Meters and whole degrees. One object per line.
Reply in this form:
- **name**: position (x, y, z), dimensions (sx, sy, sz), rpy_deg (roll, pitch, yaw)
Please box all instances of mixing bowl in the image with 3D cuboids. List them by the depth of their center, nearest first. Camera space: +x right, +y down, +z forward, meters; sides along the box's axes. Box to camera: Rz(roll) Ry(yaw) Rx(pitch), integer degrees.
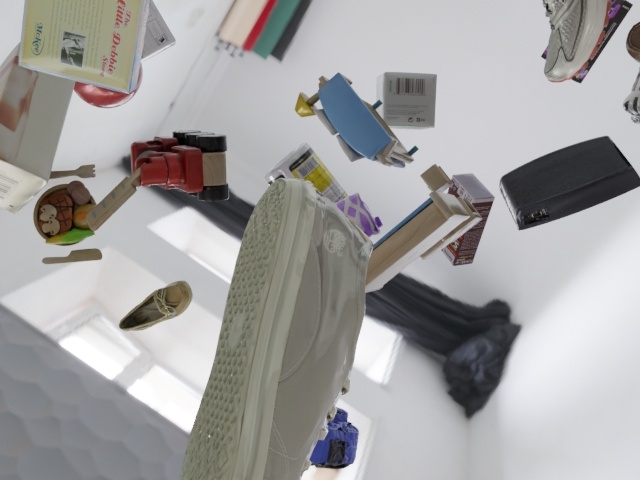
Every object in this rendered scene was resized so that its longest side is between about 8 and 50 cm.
- **mixing bowl**: position (-0.494, -0.401, 1.740), dimensions (0.181, 0.181, 0.098), rpy_deg (-56, 34, -10)

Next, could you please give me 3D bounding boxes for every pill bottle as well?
- **pill bottle**: position (-0.011, -0.090, 1.540), dimensions (0.119, 0.208, 0.119), rpy_deg (-37, 11, 8)

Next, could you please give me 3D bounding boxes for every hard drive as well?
- **hard drive**: position (0.504, -0.124, 1.514), dimensions (0.255, 0.054, 0.172), rpy_deg (-21, 36, 12)

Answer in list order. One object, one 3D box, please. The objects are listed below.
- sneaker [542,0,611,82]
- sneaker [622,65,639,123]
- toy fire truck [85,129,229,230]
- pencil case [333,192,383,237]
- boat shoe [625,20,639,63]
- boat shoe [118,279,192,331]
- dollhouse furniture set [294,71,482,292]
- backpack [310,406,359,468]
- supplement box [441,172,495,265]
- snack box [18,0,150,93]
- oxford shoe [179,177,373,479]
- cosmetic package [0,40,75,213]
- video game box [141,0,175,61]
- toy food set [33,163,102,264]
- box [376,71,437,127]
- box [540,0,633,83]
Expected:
- **sneaker**: position (0.234, -0.271, 0.733), dimensions (0.088, 0.093, 0.225), rpy_deg (-87, -8, -67)
- **sneaker**: position (0.729, -0.328, 1.563), dimensions (0.281, 0.106, 0.162), rpy_deg (2, -74, -61)
- **toy fire truck**: position (-0.311, -0.115, 1.349), dimensions (0.217, 0.246, 0.158), rpy_deg (22, 115, 60)
- **pencil case**: position (0.000, 0.000, 1.238), dimensions (0.206, 0.086, 0.088), rpy_deg (-27, -39, 9)
- **boat shoe**: position (0.526, -0.279, 0.976), dimensions (0.095, 0.257, 0.095), rpy_deg (11, -90, -46)
- **boat shoe**: position (-0.281, 0.116, 1.255), dimensions (0.153, 0.056, 0.048), rpy_deg (-26, -4, 29)
- **dollhouse furniture set**: position (0.078, -0.096, 1.229), dimensions (0.198, 0.303, 0.286), rpy_deg (-40, -13, 17)
- **backpack**: position (0.009, 0.316, 1.183), dimensions (0.120, 0.098, 0.101), rpy_deg (29, -107, -50)
- **supplement box**: position (0.410, -0.059, 2.123), dimensions (0.130, 0.073, 0.239), rpy_deg (-121, 31, -46)
- **snack box**: position (-0.368, -0.416, 1.183), dimensions (0.060, 0.187, 0.321), rpy_deg (-90, 15, -67)
- **oxford shoe**: position (-0.043, 0.163, 0.707), dimensions (0.169, 0.130, 0.449), rpy_deg (-9, 64, 64)
- **cosmetic package**: position (-0.590, -0.222, 1.436), dimensions (0.153, 0.129, 0.296), rpy_deg (-33, 43, 37)
- **video game box**: position (-0.446, -0.474, 1.592), dimensions (0.187, 0.205, 0.048), rpy_deg (-31, 8, -11)
- **toy food set**: position (-0.489, -0.052, 1.418), dimensions (0.038, 0.132, 0.192), rpy_deg (105, 157, -80)
- **box**: position (0.159, -0.261, 1.384), dimensions (0.087, 0.101, 0.101), rpy_deg (-126, 38, -81)
- **box**: position (0.496, -0.391, 1.379), dimensions (0.162, 0.029, 0.116), rpy_deg (-62, 31, 26)
